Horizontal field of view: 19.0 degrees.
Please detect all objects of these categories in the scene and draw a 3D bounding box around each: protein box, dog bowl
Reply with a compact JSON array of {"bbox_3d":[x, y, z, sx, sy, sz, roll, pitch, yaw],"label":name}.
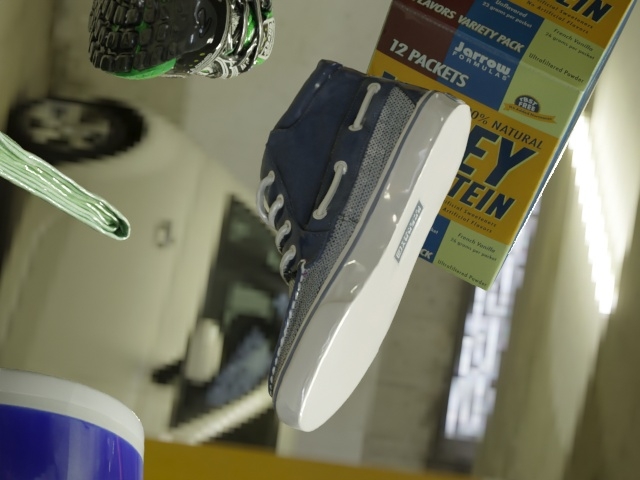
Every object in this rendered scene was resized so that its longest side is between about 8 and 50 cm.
[{"bbox_3d":[0.119,-0.117,1.320,0.200,0.136,0.201,-57,171,-42],"label":"protein box"},{"bbox_3d":[-0.263,0.186,1.411,0.265,0.264,0.104,104,-14,-63],"label":"dog bowl"}]

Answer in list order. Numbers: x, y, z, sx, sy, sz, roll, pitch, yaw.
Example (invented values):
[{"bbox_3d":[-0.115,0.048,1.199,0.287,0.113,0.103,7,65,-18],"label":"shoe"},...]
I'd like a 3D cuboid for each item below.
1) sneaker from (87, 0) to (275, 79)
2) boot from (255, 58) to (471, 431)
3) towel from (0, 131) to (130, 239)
[{"bbox_3d":[-0.096,-0.189,1.492,0.343,0.146,0.134,-115,-137,-75],"label":"sneaker"},{"bbox_3d":[0.000,0.000,0.962,0.190,0.086,0.069,-62,158,-20],"label":"boot"},{"bbox_3d":[-0.316,-0.125,1.521,0.038,0.325,0.248,-55,151,-1],"label":"towel"}]
